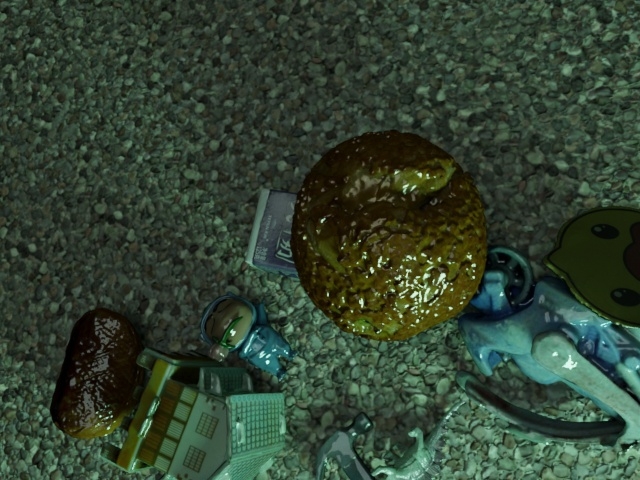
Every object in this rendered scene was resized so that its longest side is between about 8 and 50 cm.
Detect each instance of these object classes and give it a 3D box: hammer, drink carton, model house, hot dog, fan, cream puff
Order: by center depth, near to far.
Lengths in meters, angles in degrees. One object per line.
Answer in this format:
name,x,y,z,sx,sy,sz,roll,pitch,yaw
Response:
fan,0.481,0.035,0.921,0.335,0.011,0.230,3,48,1
cream puff,0.089,-0.015,0.931,0.303,0.212,0.303,-5,74,16
hammer,0.101,0.428,1.022,0.137,0.037,0.290,-40,71,4
model house,-0.186,0.291,1.034,0.215,0.224,0.198,17,83,19
drink carton,0.000,0.001,1.111,0.222,0.102,0.134,10,79,16
hot dog,-0.400,0.235,1.172,0.160,0.099,0.227,10,80,17

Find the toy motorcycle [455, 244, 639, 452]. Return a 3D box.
toy motorcycle,0.325,0.168,0.936,0.319,0.182,0.241,29,86,25

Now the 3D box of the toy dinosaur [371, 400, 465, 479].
toy dinosaur,0.157,0.329,1.014,0.082,0.039,0.209,44,79,1

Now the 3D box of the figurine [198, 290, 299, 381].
figurine,-0.124,0.160,1.094,0.178,0.144,0.114,33,92,8
